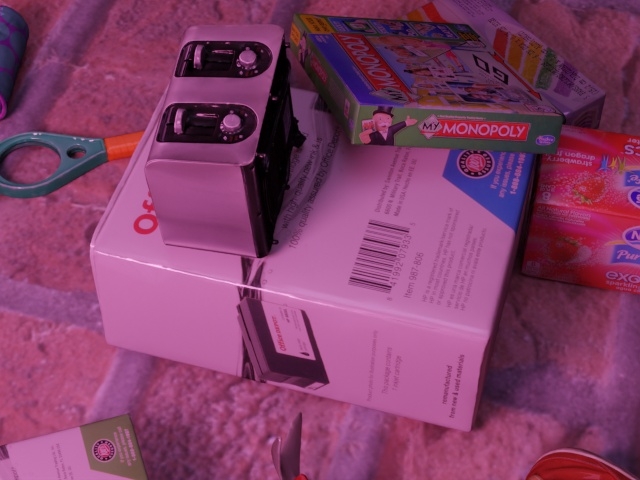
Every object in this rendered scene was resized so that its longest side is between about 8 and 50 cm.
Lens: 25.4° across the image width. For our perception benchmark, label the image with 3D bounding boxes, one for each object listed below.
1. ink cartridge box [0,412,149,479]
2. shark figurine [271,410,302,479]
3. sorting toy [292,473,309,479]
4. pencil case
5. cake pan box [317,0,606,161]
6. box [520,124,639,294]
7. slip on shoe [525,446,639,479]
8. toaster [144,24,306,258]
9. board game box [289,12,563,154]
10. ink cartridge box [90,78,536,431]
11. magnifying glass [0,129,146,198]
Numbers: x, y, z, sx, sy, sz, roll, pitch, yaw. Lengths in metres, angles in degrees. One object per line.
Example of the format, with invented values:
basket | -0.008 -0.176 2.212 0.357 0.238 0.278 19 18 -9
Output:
ink cartridge box | -0.256 0.265 1.270 0.219 0.092 0.160 -13 50 -12
shark figurine | 0.072 0.265 1.300 0.278 0.166 0.116 14 21 33
sorting toy | 0.011 0.334 1.227 0.132 0.046 0.274 -40 64 -3
pencil case | -0.397 -0.212 1.707 0.070 0.064 0.151 25 43 -23
cake pan box | 0.167 -0.173 1.692 0.246 0.070 0.267 -28 55 -21
box | 0.353 -0.025 1.526 0.257 0.122 0.128 10 50 7
slip on shoe | 0.318 0.287 1.239 0.331 0.123 0.101 25 22 26
toaster | -0.085 -0.088 1.324 0.110 0.185 0.168 6 57 9
board game box | 0.102 -0.172 1.513 0.214 0.046 0.317 2 24 -15
ink cartridge box | 0.000 0.000 1.464 0.395 0.166 0.285 13 49 9
magnifying glass | -0.272 -0.101 1.641 0.231 0.026 0.092 -11 50 -12
